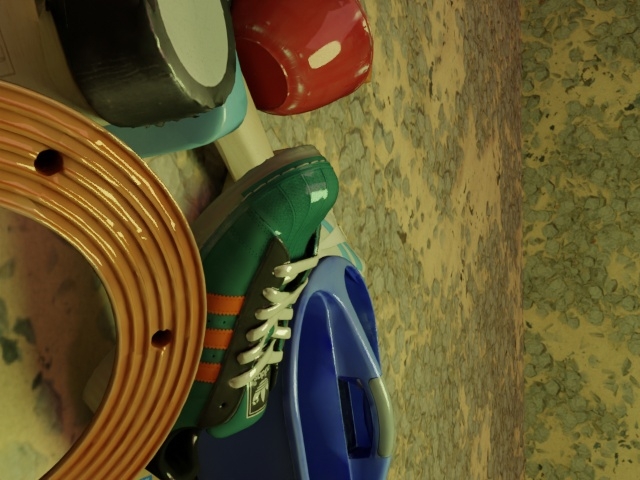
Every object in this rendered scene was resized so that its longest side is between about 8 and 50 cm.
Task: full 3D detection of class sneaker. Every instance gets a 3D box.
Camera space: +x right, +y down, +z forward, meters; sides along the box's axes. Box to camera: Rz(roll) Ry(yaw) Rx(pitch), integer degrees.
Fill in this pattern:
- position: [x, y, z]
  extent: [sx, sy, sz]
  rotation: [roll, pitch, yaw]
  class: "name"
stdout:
- position: [-0.064, 0.069, 0.521]
  extent: [0.121, 0.302, 0.108]
  rotation: [45, 26, 15]
  class: "sneaker"
- position: [0.000, 0.000, 0.883]
  extent: [0.229, 0.088, 0.092]
  rotation: [35, 55, -60]
  class: "sneaker"

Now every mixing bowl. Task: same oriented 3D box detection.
- position: [-0.045, -0.201, 0.726]
  extent: [0.098, 0.182, 0.181]
  rotation: [-54, 136, -33]
  class: "mixing bowl"

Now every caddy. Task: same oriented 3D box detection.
- position: [-0.006, 0.185, 0.740]
  extent: [0.241, 0.179, 0.341]
  rotation: [-34, 119, -62]
  class: "caddy"

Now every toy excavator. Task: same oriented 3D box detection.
- position: [-0.129, -0.153, 0.532]
  extent: [0.445, 0.223, 0.432]
  rotation: [-56, 135, -67]
  class: "toy excavator"

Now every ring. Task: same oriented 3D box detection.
- position: [-0.214, 0.073, 0.347]
  extent: [0.337, 0.032, 0.336]
  rotation: [-20, 126, -30]
  class: "ring"

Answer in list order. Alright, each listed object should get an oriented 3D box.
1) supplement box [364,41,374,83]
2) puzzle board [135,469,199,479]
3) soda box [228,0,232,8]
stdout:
- position: [-0.007, -0.290, 0.897]
  extent: [0.233, 0.078, 0.080]
  rotation: [31, 61, -59]
  class: "supplement box"
- position: [-0.157, 0.200, 0.643]
  extent: [0.128, 0.011, 0.096]
  rotation: [3, 87, -62]
  class: "puzzle board"
- position: [-0.120, -0.272, 0.689]
  extent: [0.053, 0.060, 0.168]
  rotation: [42, 51, -47]
  class: "soda box"
